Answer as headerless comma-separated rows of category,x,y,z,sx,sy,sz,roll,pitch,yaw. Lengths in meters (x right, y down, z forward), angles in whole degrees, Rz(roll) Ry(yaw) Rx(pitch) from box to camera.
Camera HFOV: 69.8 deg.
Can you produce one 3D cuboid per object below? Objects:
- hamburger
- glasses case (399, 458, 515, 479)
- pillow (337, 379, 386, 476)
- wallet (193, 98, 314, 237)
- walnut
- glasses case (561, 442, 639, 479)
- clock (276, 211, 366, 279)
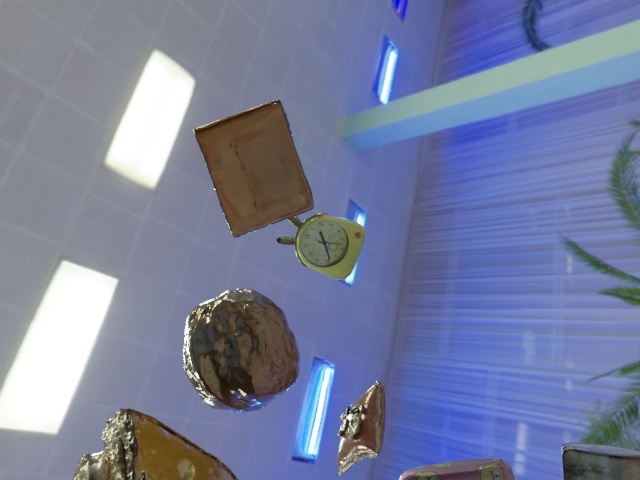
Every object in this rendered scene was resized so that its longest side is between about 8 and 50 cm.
hamburger,-0.239,0.520,0.742,0.287,0.445,0.268,33,-85,-42
glasses case,0.378,0.683,1.282,0.076,0.317,0.123,-73,-29,-74
pillow,0.087,0.428,1.047,0.075,0.179,0.171,24,-138,-8
wallet,-0.110,-0.119,0.778,0.161,0.042,0.195,-24,-78,-16
walnut,-0.175,0.241,0.992,0.227,0.274,0.272,23,-116,-81
glasses case,0.407,0.443,0.629,0.060,0.114,0.298,13,-107,-54
clock,0.000,0.000,1.284,0.232,0.069,0.169,20,-82,-9
